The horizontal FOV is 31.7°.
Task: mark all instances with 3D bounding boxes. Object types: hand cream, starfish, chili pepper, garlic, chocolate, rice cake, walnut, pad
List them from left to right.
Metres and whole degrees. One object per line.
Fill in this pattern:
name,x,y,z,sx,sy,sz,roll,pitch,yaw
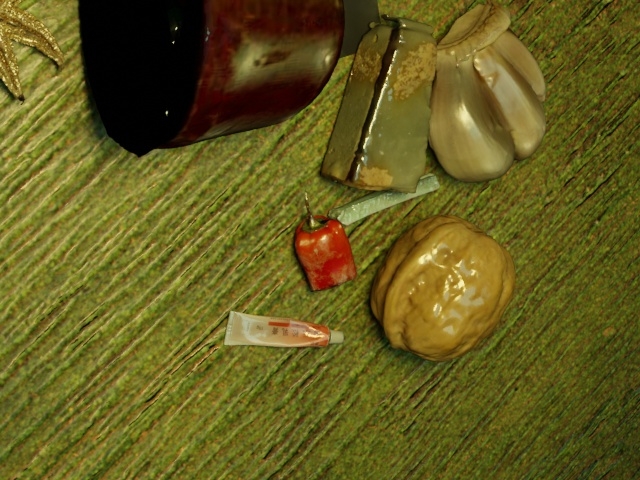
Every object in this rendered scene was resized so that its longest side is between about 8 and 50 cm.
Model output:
starfish,-0.452,-0.312,1.578,0.240,0.043,0.227,-44,121,-16
chocolate,-0.132,-0.306,1.570,0.331,0.383,0.384,-6,105,-26
hand cream,-0.059,0.155,1.917,0.216,0.038,0.052,6,72,-26
chili pepper,0.000,0.000,1.880,0.086,0.084,0.192,-48,128,-48
pad,0.016,-0.351,1.844,0.193,0.004,0.116,-22,113,-23
rice cake,0.109,-0.070,1.943,0.211,0.043,0.034,-21,107,-23
walnut,0.203,0.085,1.926,0.257,0.224,0.257,-28,139,-28
garlic,0.290,-0.228,1.927,0.279,0.132,0.325,-46,126,-23

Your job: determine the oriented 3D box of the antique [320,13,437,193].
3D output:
antique,0.107,-0.226,1.853,0.150,0.125,0.284,6,101,-31
